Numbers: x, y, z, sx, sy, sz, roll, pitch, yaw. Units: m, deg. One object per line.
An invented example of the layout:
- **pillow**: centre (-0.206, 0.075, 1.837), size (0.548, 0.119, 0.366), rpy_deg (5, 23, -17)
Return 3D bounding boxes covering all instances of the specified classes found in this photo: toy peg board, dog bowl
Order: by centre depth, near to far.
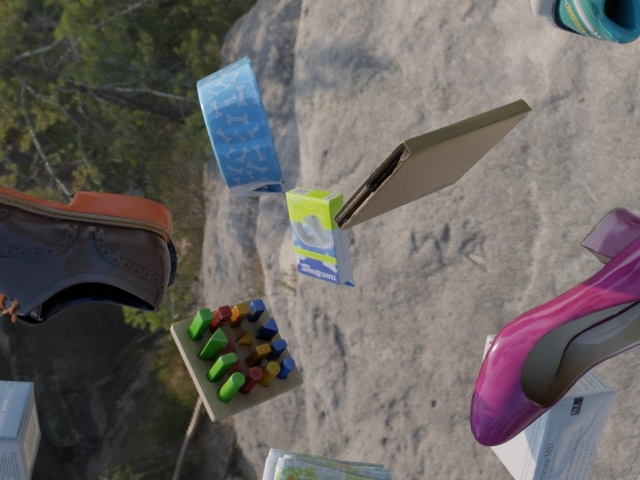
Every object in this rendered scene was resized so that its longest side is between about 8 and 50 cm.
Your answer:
- **dog bowl**: centre (-0.106, -0.140, 0.881), size (0.074, 0.297, 0.165), rpy_deg (-16, 90, -4)
- **toy peg board**: centre (-0.114, 0.161, 0.975), size (0.161, 0.161, 0.079), rpy_deg (60, 141, 20)

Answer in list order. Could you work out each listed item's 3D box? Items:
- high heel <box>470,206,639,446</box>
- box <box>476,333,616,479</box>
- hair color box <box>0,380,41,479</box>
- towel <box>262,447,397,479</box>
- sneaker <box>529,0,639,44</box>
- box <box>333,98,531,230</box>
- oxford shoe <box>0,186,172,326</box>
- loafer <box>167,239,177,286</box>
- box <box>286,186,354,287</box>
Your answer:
- **high heel**: centre (0.329, 0.139, 0.799), size (0.377, 0.127, 0.181), rpy_deg (-62, 26, 12)
- **box**: centre (0.344, 0.265, 1.031), size (0.182, 0.119, 0.180), rpy_deg (-125, 34, -59)
- **hair color box**: centre (-0.680, 0.320, 1.076), size (0.113, 0.375, 0.185), rpy_deg (-98, 18, -46)
- **towel**: centre (0.003, 0.603, 1.230), size (0.090, 0.321, 0.374), rpy_deg (-16, 58, 48)
- **sneaker**: centre (0.252, -0.287, 0.552), size (0.107, 0.275, 0.110), rpy_deg (-40, 55, -7)
- **box**: centre (0.127, -0.086, 0.738), size (0.021, 0.201, 0.164), rpy_deg (59, 145, 13)
- **oxford shoe**: centre (-0.254, 0.015, 0.509), size (0.097, 0.272, 0.098), rpy_deg (129, 139, -63)
- **loafer**: centre (-0.336, 0.014, 1.352), size (0.061, 0.062, 0.170), rpy_deg (178, 85, -72)
- **box**: centre (0.000, 0.000, 1.135), size (0.109, 0.042, 0.178), rpy_deg (14, 122, 42)
